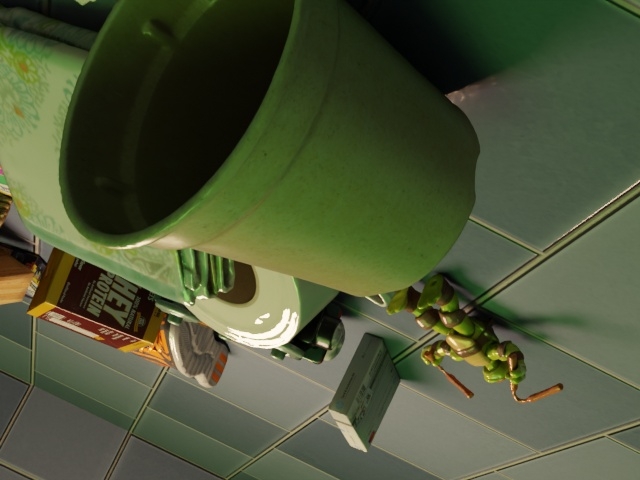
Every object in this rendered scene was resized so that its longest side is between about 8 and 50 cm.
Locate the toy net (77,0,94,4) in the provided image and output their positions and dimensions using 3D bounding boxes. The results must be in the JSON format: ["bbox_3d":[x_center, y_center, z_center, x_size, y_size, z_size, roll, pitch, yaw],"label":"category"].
[{"bbox_3d":[-0.328,-0.311,1.312,0.232,0.045,0.122,13,154,25],"label":"toy net"}]

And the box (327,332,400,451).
[{"bbox_3d":[0.077,0.259,2.062,0.038,0.145,0.186,18,159,24],"label":"box"}]

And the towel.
[{"bbox_3d":[-0.268,-0.108,1.481,0.374,0.090,0.320,21,134,32],"label":"towel"}]

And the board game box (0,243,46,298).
[{"bbox_3d":[-0.606,0.069,2.503,0.141,0.048,0.170,19,158,22],"label":"board game box"}]

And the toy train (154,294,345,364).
[{"bbox_3d":[-0.115,0.103,1.940,0.334,0.142,0.190,18,170,13],"label":"toy train"}]

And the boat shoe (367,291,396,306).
[{"bbox_3d":[0.000,0.000,1.619,0.258,0.084,0.095,29,159,-9],"label":"boat shoe"}]

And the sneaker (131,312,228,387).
[{"bbox_3d":[-0.299,0.190,2.341,0.180,0.124,0.321,18,158,15],"label":"sneaker"}]

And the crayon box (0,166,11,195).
[{"bbox_3d":[-0.544,-0.165,1.833,0.278,0.081,0.165,22,159,8],"label":"crayon box"}]

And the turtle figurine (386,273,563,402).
[{"bbox_3d":[0.210,0.136,1.707,0.217,0.087,0.269,44,162,-23],"label":"turtle figurine"}]

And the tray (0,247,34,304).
[{"bbox_3d":[-0.723,0.046,2.208,0.203,0.076,0.411,33,-165,18],"label":"tray"}]

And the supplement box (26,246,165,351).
[{"bbox_3d":[-0.376,0.093,2.099,0.194,0.129,0.191,24,163,-17],"label":"supplement box"}]

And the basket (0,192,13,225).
[{"bbox_3d":[-0.710,-0.051,2.102,0.299,0.213,0.223,32,157,-16],"label":"basket"}]

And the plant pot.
[{"bbox_3d":[-0.026,-0.096,1.161,0.305,0.333,0.334,27,162,-38],"label":"plant pot"}]

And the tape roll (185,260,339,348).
[{"bbox_3d":[-0.108,-0.001,1.572,0.286,0.100,0.286,28,141,25],"label":"tape roll"}]
